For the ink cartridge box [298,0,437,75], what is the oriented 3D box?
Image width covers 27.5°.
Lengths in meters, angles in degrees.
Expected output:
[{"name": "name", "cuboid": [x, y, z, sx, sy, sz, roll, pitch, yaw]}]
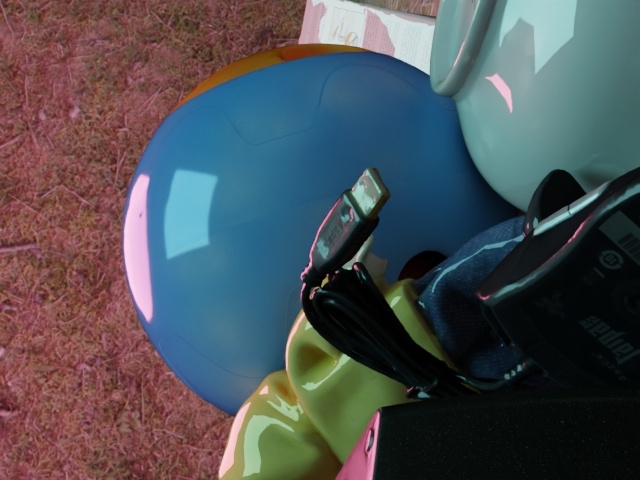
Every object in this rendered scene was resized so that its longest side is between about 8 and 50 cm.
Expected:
[{"name": "ink cartridge box", "cuboid": [0.060, -0.112, 1.148, 0.225, 0.056, 0.180, 24, 107, 48]}]

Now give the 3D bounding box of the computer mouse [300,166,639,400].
[{"name": "computer mouse", "cuboid": [0.104, 0.007, 0.627, 0.262, 0.184, 0.060, -50, 4, 47]}]

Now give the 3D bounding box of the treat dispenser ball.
[{"name": "treat dispenser ball", "cuboid": [0.000, 0.000, 0.959, 0.288, 0.288, 0.288, -167, 90, -83]}]

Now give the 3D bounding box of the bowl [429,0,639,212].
[{"name": "bowl", "cuboid": [0.150, -0.143, 0.805, 0.298, 0.134, 0.297, -168, 90, -83]}]

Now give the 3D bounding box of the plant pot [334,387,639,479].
[{"name": "plant pot", "cuboid": [0.083, 0.172, 0.600, 0.188, 0.167, 0.187, 111, 170, -55]}]

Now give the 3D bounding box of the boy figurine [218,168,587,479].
[{"name": "boy figurine", "cuboid": [0.057, 0.084, 0.772, 0.285, 0.177, 0.092, -37, 11, 31]}]
